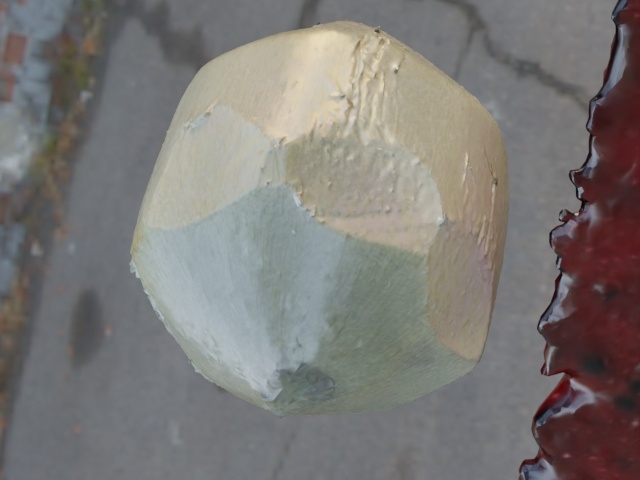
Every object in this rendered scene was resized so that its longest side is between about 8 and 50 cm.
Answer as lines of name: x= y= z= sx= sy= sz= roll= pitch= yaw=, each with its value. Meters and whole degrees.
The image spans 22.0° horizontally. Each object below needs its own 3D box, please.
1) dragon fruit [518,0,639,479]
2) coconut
dragon fruit: x=0.216 y=-0.015 z=0.635 sx=0.100 sy=0.282 sz=0.344 roll=-87 pitch=3 yaw=-55
coconut: x=0.000 y=-0.002 z=0.693 sx=0.161 sy=0.161 sz=0.162 roll=-50 pitch=19 yaw=43
